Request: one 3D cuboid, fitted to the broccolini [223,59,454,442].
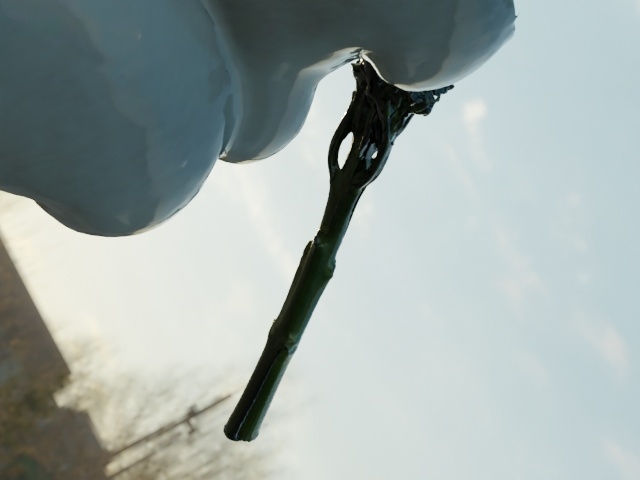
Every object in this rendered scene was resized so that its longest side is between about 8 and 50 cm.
[{"bbox_3d":[-0.001,-0.001,0.594,0.042,0.044,0.218,33,-56,11],"label":"broccolini"}]

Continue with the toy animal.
[{"bbox_3d":[-0.044,-0.090,0.391,0.178,0.193,0.127,88,-13,-64],"label":"toy animal"}]
